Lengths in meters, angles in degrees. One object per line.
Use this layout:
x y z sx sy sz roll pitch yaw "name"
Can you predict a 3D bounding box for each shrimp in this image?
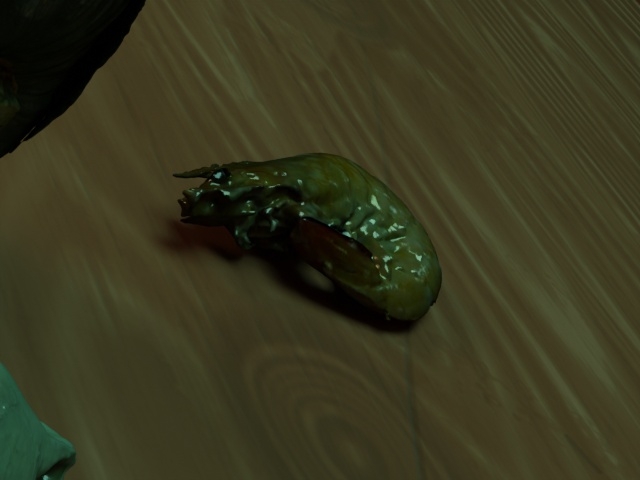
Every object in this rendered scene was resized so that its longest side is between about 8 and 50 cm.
0.000 0.000 1.287 0.152 0.063 0.287 57 26 17 "shrimp"

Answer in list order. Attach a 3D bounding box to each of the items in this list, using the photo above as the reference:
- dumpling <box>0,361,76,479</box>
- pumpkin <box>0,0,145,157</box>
-0.190 0.083 0.755 0.152 0.108 0.219 44 20 17 "dumpling"
-0.226 -0.158 0.885 0.291 0.327 0.257 -21 68 -45 "pumpkin"
